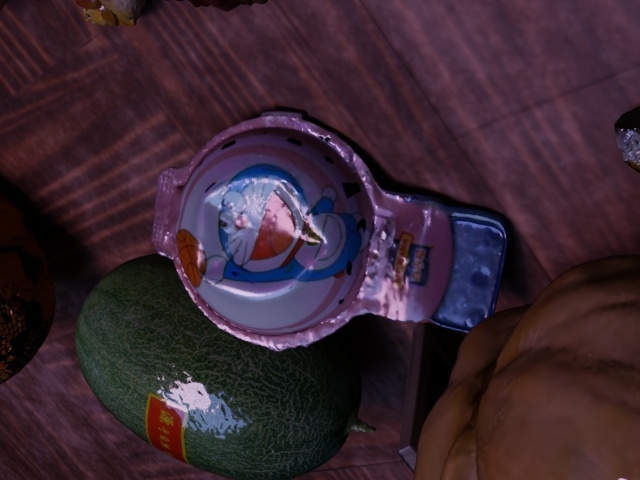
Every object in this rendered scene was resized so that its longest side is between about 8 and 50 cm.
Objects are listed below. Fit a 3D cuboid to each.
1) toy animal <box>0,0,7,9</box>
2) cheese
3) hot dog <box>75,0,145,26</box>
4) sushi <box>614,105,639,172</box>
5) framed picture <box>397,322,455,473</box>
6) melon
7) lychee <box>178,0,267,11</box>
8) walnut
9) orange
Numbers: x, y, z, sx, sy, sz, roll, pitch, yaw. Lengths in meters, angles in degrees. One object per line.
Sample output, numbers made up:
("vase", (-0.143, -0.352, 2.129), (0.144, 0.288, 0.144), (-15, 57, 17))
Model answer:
("toy animal", (-0.293, -0.236, 0.805), (0.154, 0.166, 0.250), (35, 148, -8))
("cheese", (0.000, 0.000, 0.834), (0.285, 0.074, 0.189), (13, 100, 16))
("hot dog", (-0.155, -0.207, 0.797), (0.078, 0.061, 0.169), (44, 141, -2))
("sushi", (0.222, -0.055, 0.651), (0.083, 0.044, 0.046), (2, 127, 40))
("framed picture", (0.142, 0.203, 0.863), (0.016, 0.184, 0.250), (-32, 105, 21))
("melon", (-0.083, 0.113, 0.947), (0.287, 0.182, 0.182), (21, 137, 22))
("lychee", (-0.096, -0.261, 0.579), (0.271, 0.271, 0.271), (22, 138, 21))
("walnut", (0.236, 0.170, 0.666), (0.344, 0.306, 0.306), (38, 141, -3))
("orange", (-0.383, 0.048, 1.082), (0.234, 0.234, 0.182), (47, 123, -8))
